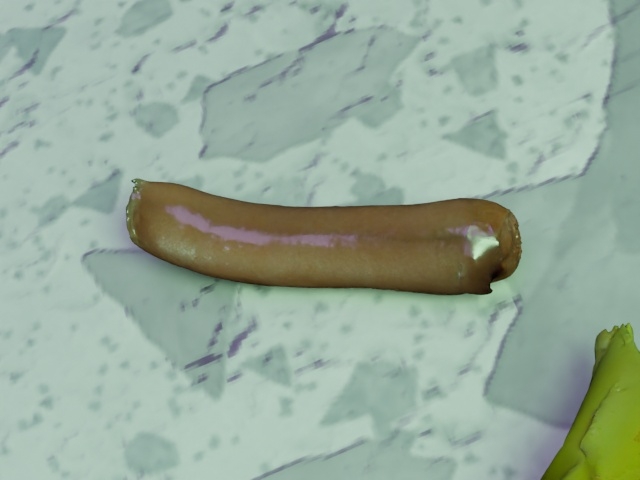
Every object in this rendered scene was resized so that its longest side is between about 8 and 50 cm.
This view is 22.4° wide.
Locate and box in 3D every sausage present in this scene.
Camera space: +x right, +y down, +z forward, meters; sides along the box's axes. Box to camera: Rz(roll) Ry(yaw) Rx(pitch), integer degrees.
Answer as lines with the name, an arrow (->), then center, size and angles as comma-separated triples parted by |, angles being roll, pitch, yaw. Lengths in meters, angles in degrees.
sausage -> 0.000, -0.001, 0.709 | 0.176, 0.047, 0.040 | 3, 56, 18

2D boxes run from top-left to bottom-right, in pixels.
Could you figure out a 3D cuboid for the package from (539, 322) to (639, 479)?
package -> 0.118, 0.136, 0.555 | 0.168, 0.090, 0.226 | 24, 66, 27
